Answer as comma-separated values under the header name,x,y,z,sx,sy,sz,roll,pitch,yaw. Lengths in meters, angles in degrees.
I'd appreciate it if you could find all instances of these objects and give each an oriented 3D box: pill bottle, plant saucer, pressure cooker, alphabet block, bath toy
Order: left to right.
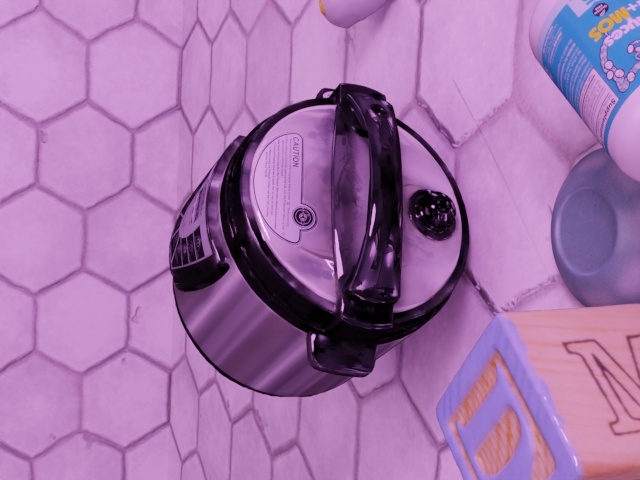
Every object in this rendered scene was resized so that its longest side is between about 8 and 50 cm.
name,x,y,z,sx,sy,sz,roll,pitch,yaw
pressure cooker,0.006,0.000,1.364,0.370,0.375,0.420,52,146,5
bath toy,0.053,-0.521,1.542,0.129,0.151,0.348,-8,79,21
alphabet block,0.266,0.196,0.991,0.192,0.197,0.193,112,147,-45
plant saucer,0.315,-0.011,1.081,0.195,0.037,0.195,180,90,-65
pill bottle,0.325,-0.156,0.934,0.264,0.146,0.146,66,146,39
